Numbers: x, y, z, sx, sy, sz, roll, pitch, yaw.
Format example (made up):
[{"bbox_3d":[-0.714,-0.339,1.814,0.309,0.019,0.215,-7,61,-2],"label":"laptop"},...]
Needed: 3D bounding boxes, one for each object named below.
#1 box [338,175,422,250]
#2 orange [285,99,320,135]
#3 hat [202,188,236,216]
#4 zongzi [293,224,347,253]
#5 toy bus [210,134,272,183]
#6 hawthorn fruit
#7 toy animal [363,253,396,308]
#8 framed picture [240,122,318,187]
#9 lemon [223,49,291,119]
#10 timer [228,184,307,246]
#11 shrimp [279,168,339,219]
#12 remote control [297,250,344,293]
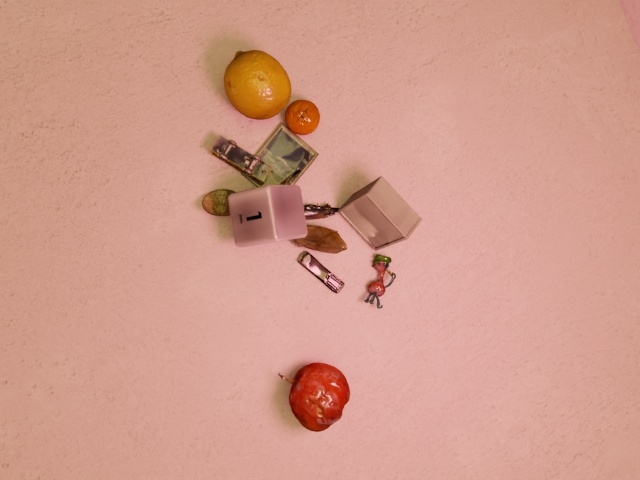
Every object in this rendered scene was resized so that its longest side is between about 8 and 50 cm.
[{"bbox_3d":[0.223,-0.100,1.858,0.225,0.225,0.117,46,63,-9],"label":"box"},{"bbox_3d":[-0.066,-0.467,1.858,0.135,0.117,0.136,-1,93,-22],"label":"orange"},{"bbox_3d":[-0.359,-0.117,1.807,0.145,0.067,0.146,4,47,-4],"label":"hat"},{"bbox_3d":[0.000,0.000,1.823,0.194,0.197,0.099,9,96,-11],"label":"zongzi"},{"bbox_3d":[-0.289,-0.297,1.806,0.226,0.074,0.081,29,82,-6],"label":"toy bus"},{"bbox_3d":[-0.033,0.548,1.789,0.271,0.242,0.242,35,81,-2],"label":"hawthorn fruit"},{"bbox_3d":[0.238,0.161,1.929,0.103,0.100,0.208,10,70,24],"label":"toy animal"},{"bbox_3d":[-0.155,-0.295,1.882,0.189,0.023,0.260,40,80,-8],"label":"framed picture"},{"bbox_3d":[-0.231,-0.559,1.762,0.253,0.228,0.228,44,79,-13],"label":"lemon"},{"bbox_3d":[-0.185,-0.088,1.743,0.192,0.194,0.195,-10,91,-56],"label":"timer"},{"bbox_3d":[-0.041,-0.172,1.877,0.261,0.051,0.198,-2,102,-16],"label":"shrimp"},{"bbox_3d":[0.003,0.124,1.906,0.212,0.028,0.059,40,81,-10],"label":"remote control"}]
